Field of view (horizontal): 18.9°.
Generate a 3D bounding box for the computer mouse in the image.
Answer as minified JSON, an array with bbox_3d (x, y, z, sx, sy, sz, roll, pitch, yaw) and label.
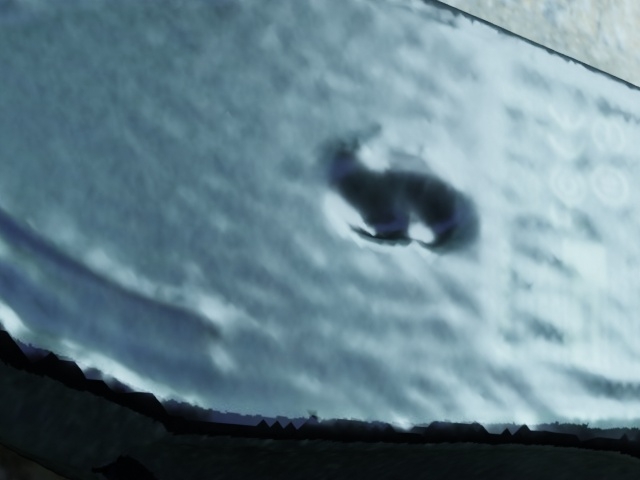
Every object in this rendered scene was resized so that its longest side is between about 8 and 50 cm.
[{"bbox_3d":[-0.002,0.003,0.674,0.374,0.114,0.203,14,68,-26],"label":"computer mouse"}]
